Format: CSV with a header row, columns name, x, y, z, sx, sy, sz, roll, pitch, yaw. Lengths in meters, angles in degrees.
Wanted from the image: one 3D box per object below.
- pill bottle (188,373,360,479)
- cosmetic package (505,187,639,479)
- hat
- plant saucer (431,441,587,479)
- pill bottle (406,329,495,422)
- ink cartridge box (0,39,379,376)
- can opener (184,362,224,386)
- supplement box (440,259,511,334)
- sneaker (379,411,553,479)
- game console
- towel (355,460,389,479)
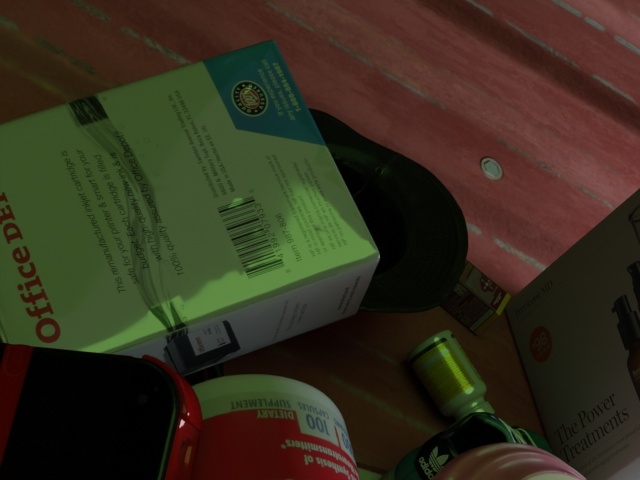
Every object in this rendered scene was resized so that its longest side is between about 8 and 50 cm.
name,x,y,z,sx,sy,sz,roll,pitch,yaw
pill bottle,-0.048,0.345,1.679,0.229,0.229,0.407,11,43,-27
cosmetic package,0.394,0.111,2.140,0.097,0.377,0.284,5,56,-32
hat,0.000,0.000,2.131,0.331,0.134,0.331,14,44,-14
plant saucer,0.232,0.372,1.885,0.332,0.084,0.332,15,66,-38
pill bottle,0.160,0.171,2.160,0.065,0.065,0.116,-20,72,-41
ink cartridge box,-0.181,-0.007,1.905,0.395,0.166,0.285,-19,69,-17
can opener,-0.129,0.142,2.008,0.059,0.073,0.186,-13,57,4
supplement box,0.187,0.069,2.257,0.083,0.055,0.043,40,45,-4
sneaker,0.197,0.255,2.048,0.302,0.121,0.108,-8,59,-53
game console,-0.301,0.273,1.638,0.342,0.060,0.386,3,62,15
towel,0.098,0.389,1.927,0.237,0.037,0.329,23,38,-34
